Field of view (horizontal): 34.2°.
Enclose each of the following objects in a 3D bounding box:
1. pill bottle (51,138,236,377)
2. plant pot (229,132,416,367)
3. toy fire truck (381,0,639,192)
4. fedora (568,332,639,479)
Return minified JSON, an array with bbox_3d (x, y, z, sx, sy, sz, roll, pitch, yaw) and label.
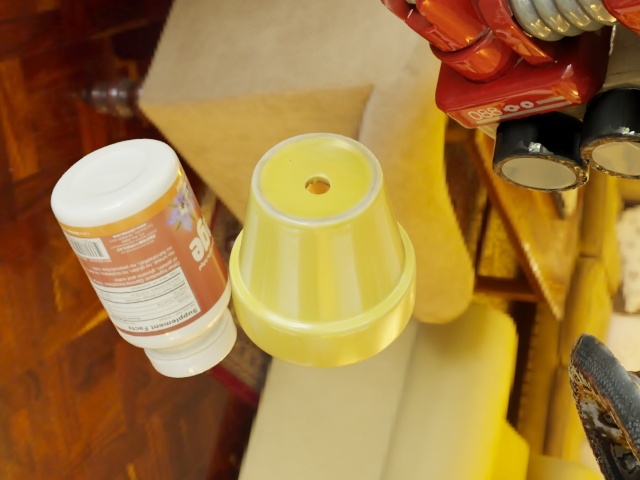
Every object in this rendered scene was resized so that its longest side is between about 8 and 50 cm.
[{"bbox_3d":[-0.156,0.022,0.982,0.121,0.121,0.216,-60,142,-42],"label":"pill bottle"},{"bbox_3d":[0.000,0.000,1.364,0.239,0.254,0.254,86,23,-50],"label":"plant pot"},{"bbox_3d":[0.121,-0.149,0.513,0.246,0.217,0.158,26,69,-37],"label":"toy fire truck"},{"bbox_3d":[0.339,0.207,0.869,0.334,0.153,0.334,-24,90,-89],"label":"fedora"}]
